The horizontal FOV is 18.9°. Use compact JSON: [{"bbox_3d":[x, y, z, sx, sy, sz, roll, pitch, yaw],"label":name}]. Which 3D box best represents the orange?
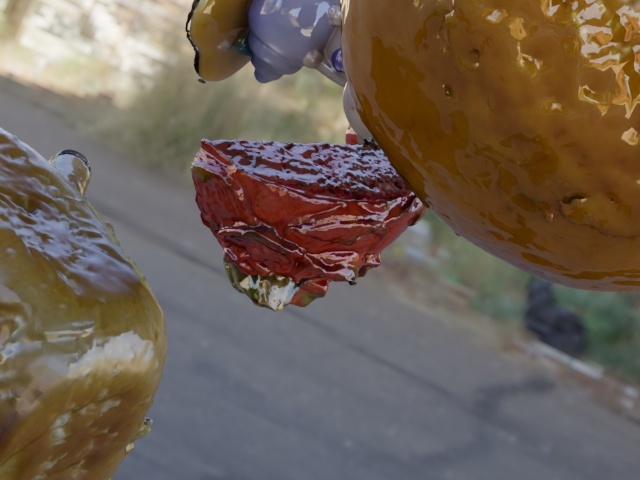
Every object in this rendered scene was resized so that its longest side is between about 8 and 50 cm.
[{"bbox_3d":[0.175,-0.135,1.059,0.341,0.340,0.293,24,-5,-5],"label":"orange"}]

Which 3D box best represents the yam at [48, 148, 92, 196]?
[{"bbox_3d":[-0.228,-0.001,1.552,0.046,0.046,0.264,24,28,-7],"label":"yam"}]

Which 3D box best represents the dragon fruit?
[{"bbox_3d":[0.000,0.000,1.168,0.162,0.106,0.083,-1,32,-32],"label":"dragon fruit"}]

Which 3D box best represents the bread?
[{"bbox_3d":[-0.203,0.048,1.131,0.246,0.195,0.176,50,20,28],"label":"bread"}]

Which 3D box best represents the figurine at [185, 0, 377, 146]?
[{"bbox_3d":[0.048,-0.144,1.530,0.257,0.181,0.208,35,-22,20],"label":"figurine"}]
